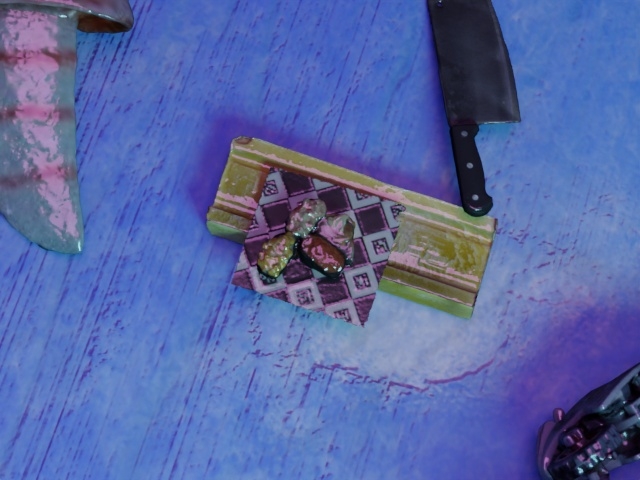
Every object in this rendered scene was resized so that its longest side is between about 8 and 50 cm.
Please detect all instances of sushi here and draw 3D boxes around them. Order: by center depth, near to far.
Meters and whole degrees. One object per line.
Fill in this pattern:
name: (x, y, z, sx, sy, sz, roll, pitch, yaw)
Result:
sushi: (0.000, 0.000, 1.435, 0.126, 0.026, 0.120, 17, 70, 1)

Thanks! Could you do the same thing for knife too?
knife: (0.146, -0.129, 1.517, 0.072, 0.019, 0.245, -2, 60, -6)

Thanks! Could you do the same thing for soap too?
soap: (0.028, -0.014, 1.476, 0.252, 0.037, 0.092, 18, 69, 2)

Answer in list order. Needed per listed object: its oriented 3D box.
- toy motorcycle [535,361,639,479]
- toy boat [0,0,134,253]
toy motorcycle: (0.263, 0.150, 1.411, 0.215, 0.122, 0.080, -34, 87, -29)
toy boat: (-0.264, -0.124, 1.477, 0.206, 0.096, 0.282, -4, 84, 0)
